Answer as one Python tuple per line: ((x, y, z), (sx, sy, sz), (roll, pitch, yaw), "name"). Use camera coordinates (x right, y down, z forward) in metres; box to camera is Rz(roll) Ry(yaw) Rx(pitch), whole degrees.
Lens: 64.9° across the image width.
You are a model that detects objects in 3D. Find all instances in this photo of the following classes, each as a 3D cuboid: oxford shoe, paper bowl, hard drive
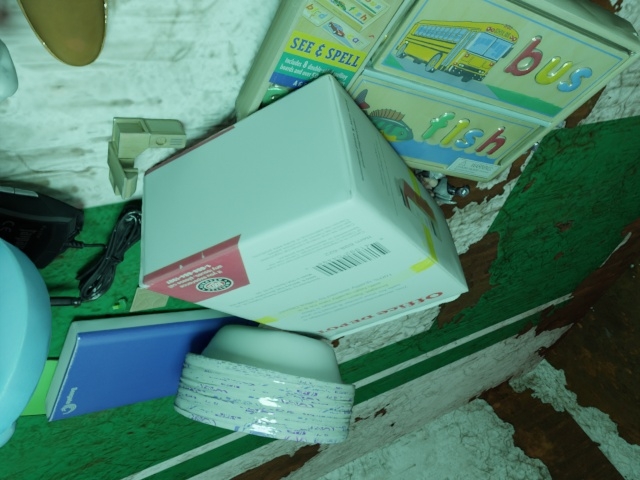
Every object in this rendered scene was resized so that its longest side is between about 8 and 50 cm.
((-0.205, -0.225, 0.390), (0.076, 0.076, 0.212), (-17, 144, -26), "oxford shoe")
((-0.083, 0.226, 0.824), (0.283, 0.148, 0.284), (10, 165, 3), "paper bowl")
((-0.277, 0.204, 0.866), (0.318, 0.040, 0.210), (1, 132, -43), "hard drive")

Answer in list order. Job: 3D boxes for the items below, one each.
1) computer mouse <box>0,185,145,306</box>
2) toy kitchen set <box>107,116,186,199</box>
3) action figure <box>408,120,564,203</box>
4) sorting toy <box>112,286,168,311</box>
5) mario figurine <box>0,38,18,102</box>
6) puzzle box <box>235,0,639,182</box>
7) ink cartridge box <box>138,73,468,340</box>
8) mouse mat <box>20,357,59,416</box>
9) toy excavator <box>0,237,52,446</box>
((-0.346, 0.009, 0.575), (0.261, 0.060, 0.184), (1, 136, -49), "computer mouse")
((-0.194, -0.085, 0.571), (0.075, 0.068, 0.083), (-7, 138, -34), "toy kitchen set")
((0.246, -0.155, 0.834), (0.284, 0.099, 0.185), (-21, 149, -14), "action figure")
((-0.270, 0.086, 0.764), (0.083, 0.012, 0.062), (-5, 141, -41), "sorting toy")
((-0.311, -0.160, 0.286), (0.198, 0.170, 0.321), (-36, 162, -47), "mario figurine")
((0.136, -0.192, 0.589), (0.408, 0.052, 0.272), (6, 148, -27), "puzzle box")
((0.000, 0.000, 0.683), (0.279, 0.161, 0.384), (-22, 151, 23), "ink cartridge box")
((-0.440, 0.237, 0.810), (0.153, 0.007, 0.189), (-48, 143, 19), "mouse mat")
((-0.427, 0.156, 0.489), (0.432, 0.223, 0.445), (-16, 154, -1), "toy excavator")
